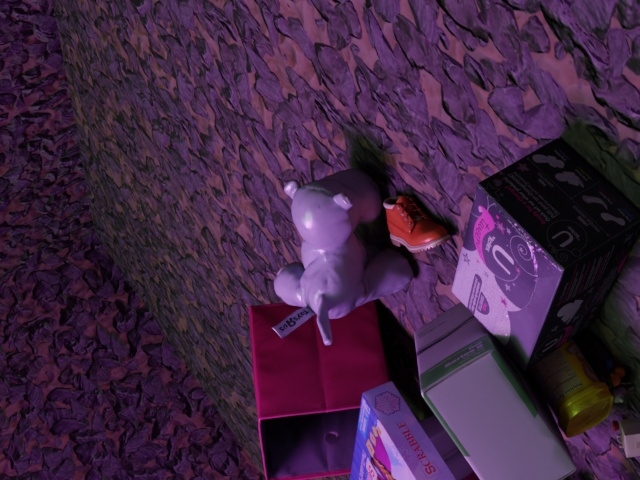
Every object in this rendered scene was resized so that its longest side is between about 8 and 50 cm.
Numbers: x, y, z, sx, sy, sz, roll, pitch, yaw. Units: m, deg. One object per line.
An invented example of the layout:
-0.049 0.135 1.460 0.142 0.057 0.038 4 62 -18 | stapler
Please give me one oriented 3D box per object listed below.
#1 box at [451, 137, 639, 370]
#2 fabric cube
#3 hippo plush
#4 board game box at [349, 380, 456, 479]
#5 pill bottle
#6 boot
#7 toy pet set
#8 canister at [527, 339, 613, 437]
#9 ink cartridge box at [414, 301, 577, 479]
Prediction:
0.281 0.022 1.334 0.163 0.142 0.247 49 155 27 | box
0.001 0.289 2.019 0.254 0.259 0.258 87 175 -49 | fabric cube
0.000 0.000 1.779 0.234 0.294 0.236 6 115 42 | hippo plush
0.160 0.463 1.806 0.318 0.066 0.318 56 155 36 | board game box
0.257 0.473 1.920 0.283 0.160 0.160 62 158 -5 | pill bottle
0.151 -0.030 1.675 0.158 0.059 0.084 17 128 62 | boot
0.435 0.235 1.403 0.114 0.065 0.122 -85 -17 -62 | toy pet set
0.333 0.178 1.456 0.169 0.073 0.126 61 176 28 | canister
0.242 0.223 1.499 0.211 0.122 0.289 54 -171 -8 | ink cartridge box
